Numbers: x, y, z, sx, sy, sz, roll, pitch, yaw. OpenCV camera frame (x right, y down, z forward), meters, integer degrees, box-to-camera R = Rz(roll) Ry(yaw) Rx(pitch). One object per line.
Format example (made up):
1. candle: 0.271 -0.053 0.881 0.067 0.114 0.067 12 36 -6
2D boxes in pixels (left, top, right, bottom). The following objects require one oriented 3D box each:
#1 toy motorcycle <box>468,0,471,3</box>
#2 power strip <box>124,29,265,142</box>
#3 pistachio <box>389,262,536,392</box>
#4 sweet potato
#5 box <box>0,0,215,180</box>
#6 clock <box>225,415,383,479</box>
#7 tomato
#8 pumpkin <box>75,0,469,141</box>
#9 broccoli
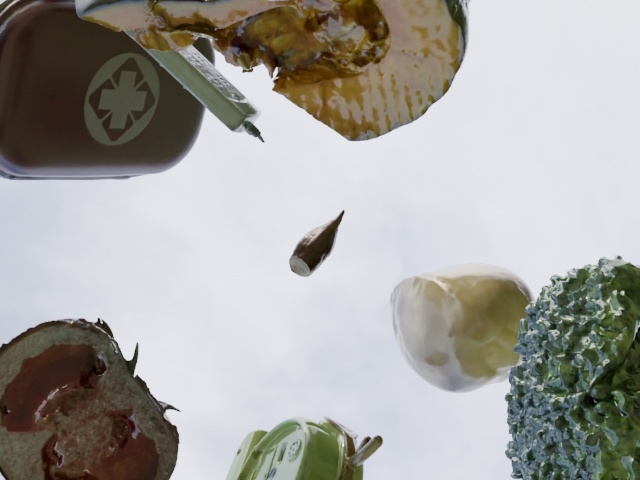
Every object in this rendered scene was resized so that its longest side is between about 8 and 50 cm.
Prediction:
1. toy motorcycle: 0.126 -0.495 1.727 0.168 0.410 0.237 -41 -56 -3
2. power strip: -0.141 -0.189 1.161 0.227 0.029 0.080 43 -166 0
3. pistachio: 0.187 0.110 1.443 0.187 0.299 0.188 0 -90 -12
4. sweet potato: 0.000 0.000 1.520 0.049 0.049 0.117 44 -107 -22
5. box: -0.312 -0.209 1.464 0.404 0.108 0.263 -7 -63 -52
6. clock: -0.035 0.332 1.368 0.096 0.308 0.235 35 -128 -17
7. tomato: -0.247 0.195 1.081 0.180 0.155 0.214 -30 -101 -18
8. pumpkin: -0.025 -0.176 0.830 0.190 0.280 0.139 72 -166 -51
9. broccoli: 0.327 0.218 1.038 0.317 0.277 0.338 18 -137 -2
